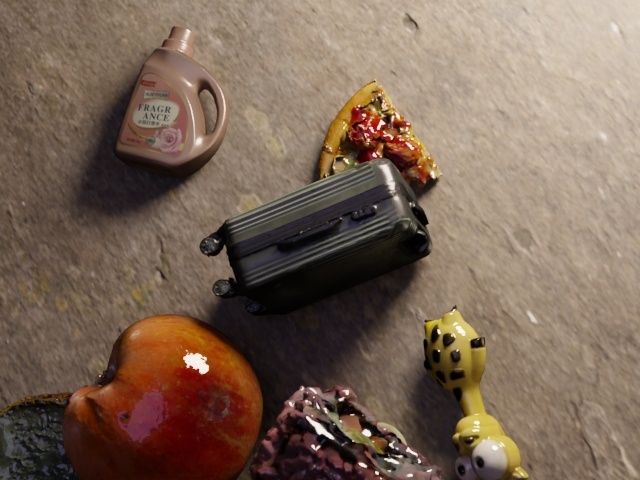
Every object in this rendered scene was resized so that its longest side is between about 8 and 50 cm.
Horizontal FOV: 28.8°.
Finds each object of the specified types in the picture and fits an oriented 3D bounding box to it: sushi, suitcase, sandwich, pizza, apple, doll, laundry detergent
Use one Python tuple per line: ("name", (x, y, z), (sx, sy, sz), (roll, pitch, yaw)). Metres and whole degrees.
("sushi", (0.040, 0.320, 1.712), (0.270, 0.236, 0.171), (39, 113, 21))
("suitcase", (0.000, 0.000, 1.815), (0.312, 0.202, 0.128), (-22, 72, 11))
("sandwich", (-0.364, 0.374, 1.862), (0.271, 0.099, 0.301), (-8, 83, 7))
("pizza", (0.096, -0.145, 1.903), (0.193, 0.053, 0.201), (15, 80, 19))
("apple", (-0.201, 0.239, 1.757), (0.163, 0.251, 0.293), (-19, 42, 55))
("doll", (0.212, 0.238, 1.759), (0.117, 0.086, 0.291), (-35, 65, 49))
("laundry detergent", (-0.221, -0.221, 2.005), (0.171, 0.076, 0.237), (15, 79, 18))

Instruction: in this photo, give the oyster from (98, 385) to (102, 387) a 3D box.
("oyster", (-0.322, 0.251, 1.932), (0.080, 0.038, 0.083), (-17, 72, 10))
